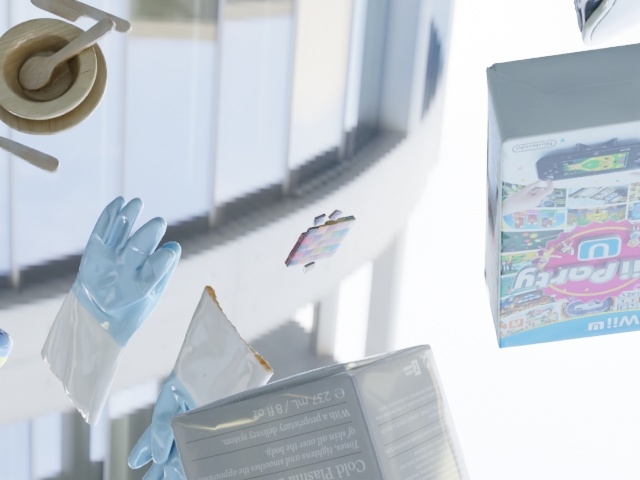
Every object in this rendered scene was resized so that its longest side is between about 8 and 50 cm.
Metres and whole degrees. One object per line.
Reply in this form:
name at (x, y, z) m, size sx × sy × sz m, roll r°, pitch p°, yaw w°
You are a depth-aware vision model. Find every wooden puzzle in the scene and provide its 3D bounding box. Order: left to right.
wooden puzzle at (0.000, 0.000, 1.381) m, size 0.049 × 0.083 × 0.006 m, roll -13°, pitch -122°, yaw -37°

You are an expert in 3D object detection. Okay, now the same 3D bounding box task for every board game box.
board game box at (0.262, -0.038, 1.526) m, size 0.224 × 0.303 × 0.097 m, roll -8°, pitch -128°, yaw 0°

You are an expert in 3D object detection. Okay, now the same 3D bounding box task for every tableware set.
tableware set at (-0.238, -0.138, 1.163) m, size 0.194 × 0.128 × 0.039 m, roll 22°, pitch 163°, yaw 9°

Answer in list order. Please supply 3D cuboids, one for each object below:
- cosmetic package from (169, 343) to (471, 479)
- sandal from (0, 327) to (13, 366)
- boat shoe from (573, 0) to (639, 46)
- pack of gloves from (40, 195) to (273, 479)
cosmetic package at (0.022, 0.186, 0.911) m, size 0.127 × 0.238 × 0.107 m, roll -20°, pitch 174°, yaw 30°
sandal at (-0.447, 0.020, 1.807) m, size 0.317 × 0.138 × 0.126 m, roll 38°, pitch -175°, yaw 11°
boat shoe at (0.282, -0.265, 1.658) m, size 0.095 × 0.254 × 0.079 m, roll -31°, pitch -105°, yaw -1°
pack of gloves at (-0.118, 0.086, 1.293) m, size 0.046 × 0.232 × 0.195 m, roll -23°, pitch -116°, yaw -39°
